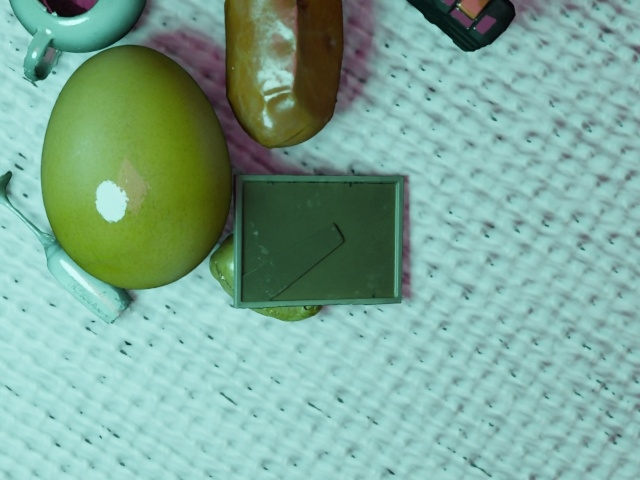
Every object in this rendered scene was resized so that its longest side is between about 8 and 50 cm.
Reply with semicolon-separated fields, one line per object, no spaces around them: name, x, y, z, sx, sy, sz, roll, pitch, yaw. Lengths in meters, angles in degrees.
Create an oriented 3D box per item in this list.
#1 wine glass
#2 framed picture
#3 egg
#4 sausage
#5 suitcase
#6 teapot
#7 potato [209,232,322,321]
wine glass;-0.366;0.019;1.820;0.262;0.074;0.074;45;97;-5
framed picture;0.000;0.000;1.770;0.249;0.016;0.184;-2;94;-21
egg;-0.244;-0.096;1.706;0.250;0.250;0.323;-7;89;3
sausage;-0.047;-0.255;1.721;0.141;0.153;0.268;11;102;42
suitcase;0.118;-0.356;1.674;0.285;0.206;0.066;40;93;-4
teapot;-0.329;-0.348;1.732;0.193;0.129;0.294;26;98;-1
potato;-0.071;0.051;1.806;0.170;0.080;0.107;32;83;-2
